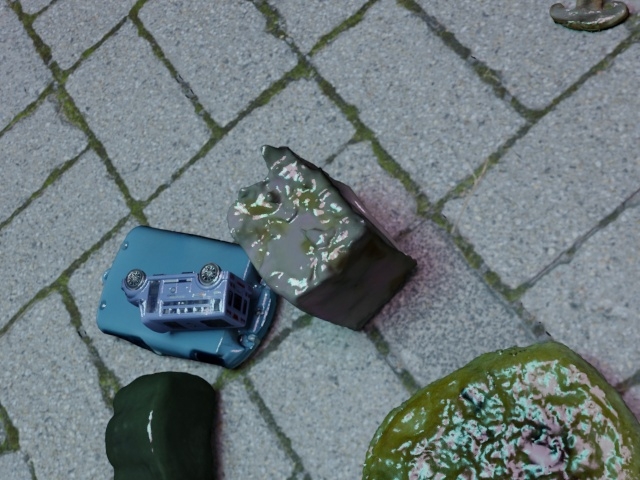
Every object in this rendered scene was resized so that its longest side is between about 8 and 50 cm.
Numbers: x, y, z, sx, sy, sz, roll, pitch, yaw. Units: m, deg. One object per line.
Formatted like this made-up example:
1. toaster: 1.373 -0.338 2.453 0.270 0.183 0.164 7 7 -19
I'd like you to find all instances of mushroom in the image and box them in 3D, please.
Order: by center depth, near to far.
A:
1. mushroom: 0.339 -0.288 1.315 0.101 0.019 0.049 5 70 29

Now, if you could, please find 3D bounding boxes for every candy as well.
1. candy: 0.000 0.000 1.268 0.137 0.195 0.185 -46 59 8

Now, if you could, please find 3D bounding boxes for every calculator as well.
1. calculator: -0.189 0.074 1.413 0.293 0.051 0.173 11 75 31

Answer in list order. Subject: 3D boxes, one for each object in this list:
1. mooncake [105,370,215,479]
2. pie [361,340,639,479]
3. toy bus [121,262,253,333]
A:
1. mooncake: -0.190 0.250 1.297 0.104 0.168 0.175 -19 27 31
2. pie: 0.199 0.262 1.112 0.323 0.070 0.323 -10 65 23
3. toy bus: -0.176 0.077 1.328 0.167 0.073 0.076 -5 68 26
